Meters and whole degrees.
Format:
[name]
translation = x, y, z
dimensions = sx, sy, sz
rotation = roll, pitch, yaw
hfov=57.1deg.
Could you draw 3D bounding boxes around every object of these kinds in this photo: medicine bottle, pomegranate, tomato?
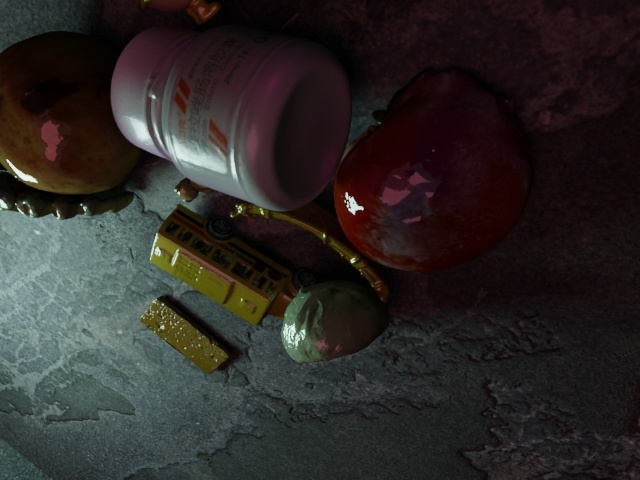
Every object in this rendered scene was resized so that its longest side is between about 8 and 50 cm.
[medicine bottle]
translation = -0.132, -0.192, 0.871
dimensions = 0.302, 0.241, 0.241
rotation = 21, 132, 27
[pomegranate]
translation = -0.433, -0.207, 1.006
dimensions = 0.281, 0.281, 0.281
rotation = 13, 129, 17
[tomato]
translation = 0.165, -0.064, 0.880
dimensions = 0.289, 0.176, 0.335
rotation = 41, 130, -11

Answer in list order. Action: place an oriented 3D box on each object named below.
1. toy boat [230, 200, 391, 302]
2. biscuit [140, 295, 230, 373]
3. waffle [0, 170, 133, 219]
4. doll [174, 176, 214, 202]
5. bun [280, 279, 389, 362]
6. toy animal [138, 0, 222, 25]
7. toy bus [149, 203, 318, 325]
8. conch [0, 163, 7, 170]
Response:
[toy boat]
translation = 0.002, -0.007, 1.040
dimensions = 0.318, 0.141, 0.099
rotation = 30, 92, -4
[biscuit]
translation = -0.333, 0.234, 1.448
dimensions = 0.231, 0.025, 0.131
rotation = 41, 131, -7
[waffle]
translation = -0.542, -0.093, 1.140
dimensions = 0.309, 0.292, 0.056
rotation = 13, 101, 13
[doll]
translation = -0.232, -0.103, 1.125
dimensions = 0.093, 0.051, 0.061
rotation = -3, 151, 31
[bun]
translation = 0.021, 0.138, 1.089
dimensions = 0.203, 0.212, 0.126
rotation = -14, 95, 19
[toy animal]
translation = -0.233, -0.408, 0.829
dimensions = 0.156, 0.156, 0.230
rotation = -26, 117, 38
[toy bus]
translation = -0.170, 0.065, 1.174
dimensions = 0.335, 0.123, 0.121
rotation = 32, 133, 1
[conch]
translation = -0.616, -0.186, 1.181
dimensions = 0.250, 0.137, 0.143
rotation = 26, 168, 12
